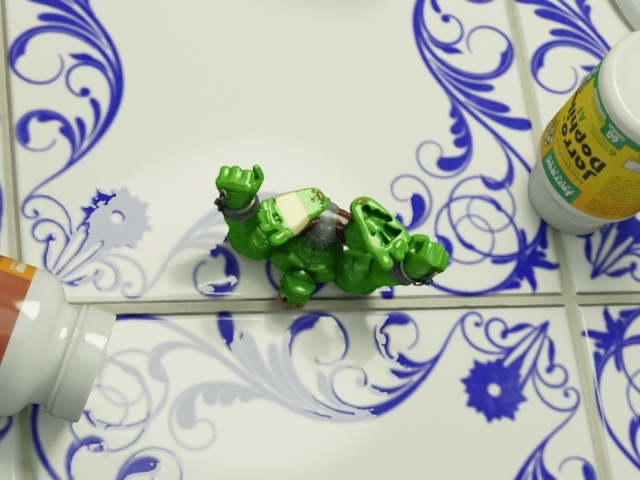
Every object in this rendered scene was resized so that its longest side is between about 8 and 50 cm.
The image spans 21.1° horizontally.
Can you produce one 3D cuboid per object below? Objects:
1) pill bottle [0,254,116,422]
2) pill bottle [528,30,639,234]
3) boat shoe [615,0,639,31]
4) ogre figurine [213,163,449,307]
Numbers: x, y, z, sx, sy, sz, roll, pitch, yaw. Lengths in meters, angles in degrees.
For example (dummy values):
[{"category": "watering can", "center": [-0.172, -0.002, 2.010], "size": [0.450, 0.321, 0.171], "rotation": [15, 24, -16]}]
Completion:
[{"category": "pill bottle", "center": [-0.275, 0.064, 1.331], "size": [0.216, 0.121, 0.121], "rotation": [20, 62, -8]}, {"category": "pill bottle", "center": [0.262, -0.087, 1.516], "size": [0.117, 0.208, 0.118], "rotation": [7, 64, -14]}, {"category": "boat shoe", "center": [0.420, -0.205, 1.671], "size": [0.335, 0.119, 0.121], "rotation": [46, 62, 7]}, {"category": "ogre figurine", "center": [0.000, 0.000, 1.448], "size": [0.197, 0.118, 0.097], "rotation": [1, 70, -15]}]
